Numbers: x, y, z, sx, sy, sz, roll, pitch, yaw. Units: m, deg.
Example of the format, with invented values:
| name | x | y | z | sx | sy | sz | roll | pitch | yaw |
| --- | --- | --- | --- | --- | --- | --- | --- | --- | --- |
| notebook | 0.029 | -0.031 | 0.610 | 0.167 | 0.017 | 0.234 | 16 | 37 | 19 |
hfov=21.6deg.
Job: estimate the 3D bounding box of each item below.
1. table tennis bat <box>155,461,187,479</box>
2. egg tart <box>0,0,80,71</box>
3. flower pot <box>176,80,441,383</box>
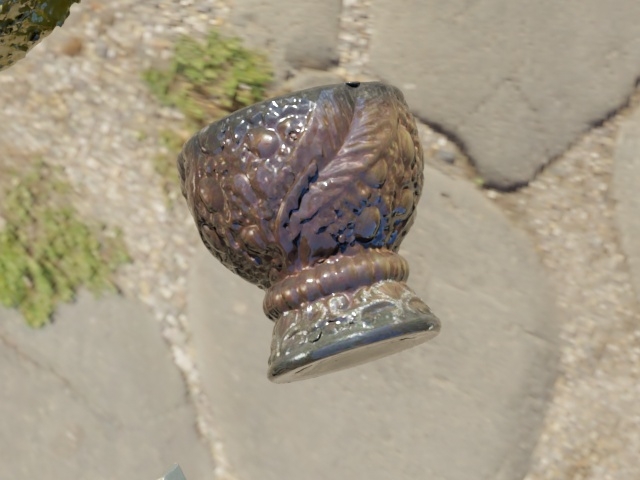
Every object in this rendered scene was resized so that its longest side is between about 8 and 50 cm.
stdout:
| name | x | y | z | sx | sy | sz | roll | pitch | yaw |
| --- | --- | --- | --- | --- | --- | --- | --- | --- | --- |
| table tennis bat | -0.093 | 0.312 | 1.598 | 0.130 | 0.019 | 0.220 | -36 | 101 | -36 |
| egg tart | -0.330 | -0.270 | 1.681 | 0.132 | 0.341 | 0.341 | 41 | 82 | -34 |
| flower pot | 0.000 | 0.000 | 1.776 | 0.267 | 0.266 | 0.267 | -11 | 78 | -23 |
